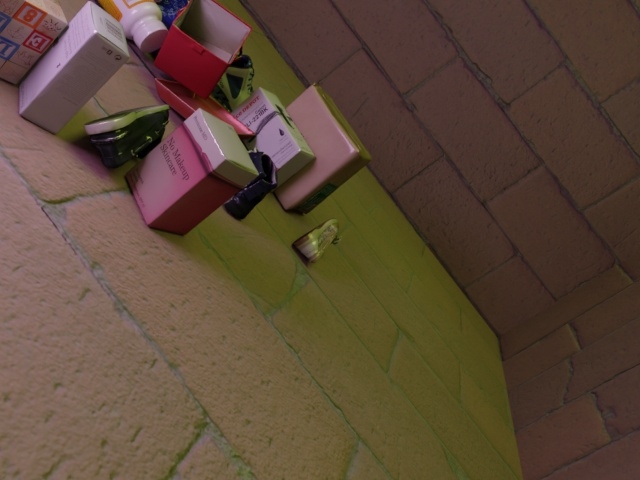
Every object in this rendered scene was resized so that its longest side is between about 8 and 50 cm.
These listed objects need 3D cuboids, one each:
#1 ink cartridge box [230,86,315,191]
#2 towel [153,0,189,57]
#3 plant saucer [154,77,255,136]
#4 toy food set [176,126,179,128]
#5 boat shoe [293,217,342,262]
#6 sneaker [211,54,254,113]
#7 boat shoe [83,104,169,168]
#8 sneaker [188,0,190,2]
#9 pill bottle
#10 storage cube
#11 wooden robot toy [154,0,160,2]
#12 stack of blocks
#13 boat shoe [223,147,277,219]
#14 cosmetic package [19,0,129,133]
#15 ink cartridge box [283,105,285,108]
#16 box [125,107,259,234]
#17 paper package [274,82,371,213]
[{"bbox_3d":[-0.178,-0.327,1.903,0.272,0.197,0.114,58,19,17],"label":"ink cartridge box"},{"bbox_3d":[-0.470,-0.688,1.897,0.228,0.076,0.308,-19,79,-46],"label":"towel"},{"bbox_3d":[-0.347,-0.380,1.750,0.258,0.047,0.259,39,17,7],"label":"plant saucer"},{"bbox_3d":[-0.371,-0.279,1.621,0.083,0.020,0.083,30,28,-50],"label":"toy food set"},{"bbox_3d":[0.000,0.000,1.910,0.089,0.105,0.285,57,28,-1],"label":"boat shoe"},{"bbox_3d":[-0.282,-0.555,2.099,0.315,0.182,0.127,38,24,-38],"label":"sneaker"},{"bbox_3d":[-0.410,-0.234,1.304,0.340,0.127,0.113,-94,173,-72],"label":"boat shoe"},{"bbox_3d":[-0.520,-0.794,2.105,0.322,0.130,0.236,56,31,-34],"label":"sneaker"},{"bbox_3d":[-0.558,-0.685,1.729,0.245,0.136,0.136,54,18,5],"label":"pill bottle"},{"bbox_3d":[-0.349,-0.574,1.736,0.215,0.193,0.183,33,55,-17],"label":"storage cube"},{"bbox_3d":[-0.519,-0.784,1.752,0.173,0.076,0.079,100,-14,-56],"label":"wooden robot toy"},{"bbox_3d":[-0.622,-0.410,1.001,0.297,0.171,0.087,20,37,-58],"label":"stack of blocks"},{"bbox_3d":[-0.206,-0.214,1.683,0.127,0.158,0.340,38,23,-39],"label":"boat shoe"},{"bbox_3d":[-0.473,-0.326,1.112,0.085,0.231,0.117,33,26,-48],"label":"cosmetic package"},{"bbox_3d":[-0.172,-0.457,2.298,0.198,0.115,0.067,57,19,17],"label":"ink cartridge box"},{"bbox_3d":[-0.276,-0.142,1.253,0.148,0.232,0.127,60,18,22],"label":"box"},{"bbox_3d":[-0.039,-0.302,1.993,0.309,0.325,0.168,58,18,17],"label":"paper package"}]
